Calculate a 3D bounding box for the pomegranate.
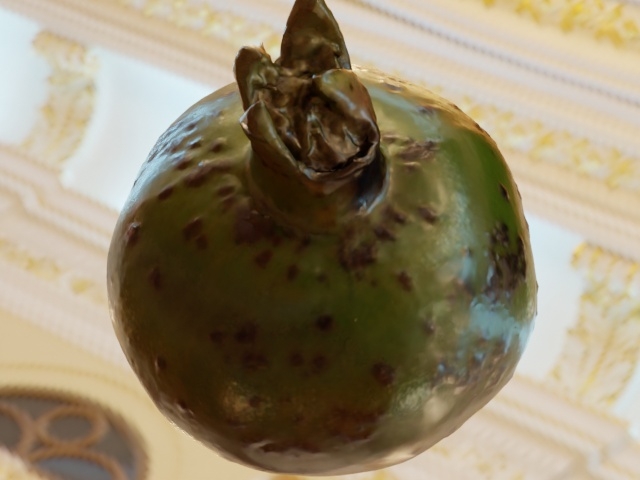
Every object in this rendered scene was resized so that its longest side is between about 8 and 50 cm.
[{"bbox_3d":[0.000,0.000,0.949,0.211,0.211,0.263,39,-23,20],"label":"pomegranate"}]
